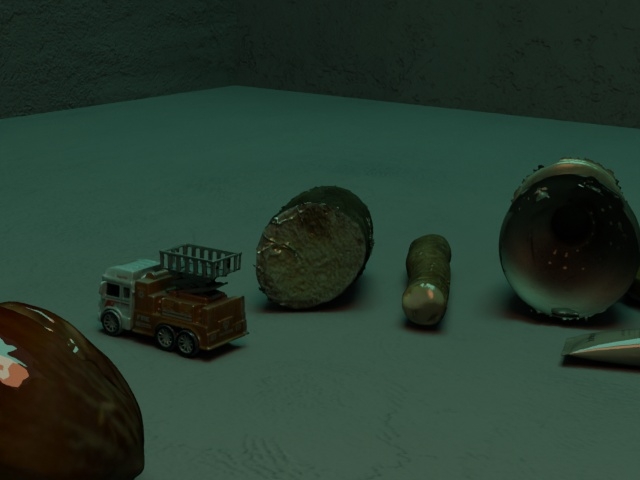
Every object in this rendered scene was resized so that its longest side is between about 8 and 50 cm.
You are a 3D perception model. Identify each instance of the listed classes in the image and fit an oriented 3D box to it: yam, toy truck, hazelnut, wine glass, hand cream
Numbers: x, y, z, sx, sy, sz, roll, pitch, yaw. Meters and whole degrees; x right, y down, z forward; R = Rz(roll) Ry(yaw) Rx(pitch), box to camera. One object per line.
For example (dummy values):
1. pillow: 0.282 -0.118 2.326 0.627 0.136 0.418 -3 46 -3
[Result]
1. yam: 0.146 0.050 1.584 0.066 0.066 0.300 3 14 5
2. toy truck: -0.179 0.061 1.380 0.177 0.115 0.080 9 16 31
3. yam: 0.000 0.000 1.599 0.154 0.154 0.254 4 10 8
4. hazelnut: -0.243 0.136 0.950 0.181 0.181 0.212 -16 1 11
5. wine glass: 0.346 -0.010 1.626 0.190 0.190 0.357 5 10 12
6. hand cream: 0.377 0.124 1.365 0.186 0.054 0.087 -1 8 16

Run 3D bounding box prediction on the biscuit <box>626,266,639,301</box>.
1. biscuit: 0.517 0.064 1.613 0.208 0.049 0.181 7 15 26
